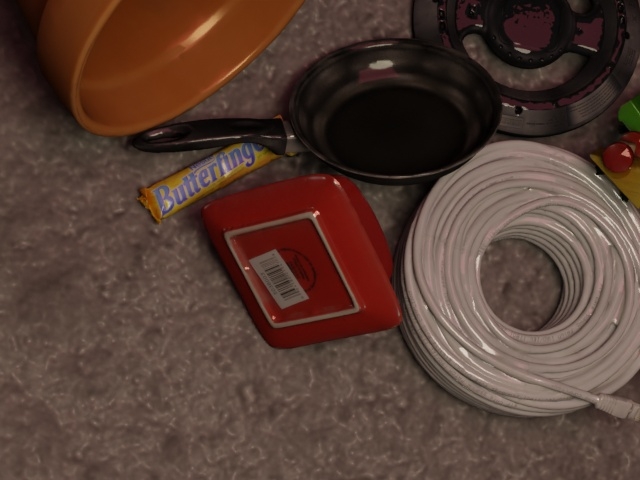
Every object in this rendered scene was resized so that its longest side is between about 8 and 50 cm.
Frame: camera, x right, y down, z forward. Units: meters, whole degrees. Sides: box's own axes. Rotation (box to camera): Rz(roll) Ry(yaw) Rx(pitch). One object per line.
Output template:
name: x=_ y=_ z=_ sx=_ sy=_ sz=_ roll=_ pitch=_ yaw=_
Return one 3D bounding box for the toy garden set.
toy garden set: x=0.349 y=-0.023 z=1.634 sx=0.244 sy=0.049 sz=0.204 roll=55 pitch=28 yaw=2

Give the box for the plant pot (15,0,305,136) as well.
plant pot: x=-0.161 y=-0.262 z=1.499 sx=0.291 sy=0.291 sz=0.203 roll=-38 pitch=72 yaw=-19

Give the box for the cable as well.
cable: x=0.194 y=0.038 z=1.607 sx=0.257 sy=0.089 sz=0.257 roll=8 pitch=75 yaw=-12

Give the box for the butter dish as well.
butter dish: x=0.000 y=0.000 z=1.542 sx=0.160 sy=0.160 sz=0.118 roll=63 pitch=37 yaw=-19

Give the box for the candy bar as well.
candy bar: x=-0.096 y=-0.064 z=1.591 sx=0.161 sy=0.018 sz=0.040 roll=-29 pitch=86 yaw=-19

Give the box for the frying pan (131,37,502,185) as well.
frying pan: x=0.017 y=-0.090 z=1.566 sx=0.326 sy=0.053 sz=0.197 roll=-28 pitch=50 yaw=-22

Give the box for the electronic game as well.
electronic game: x=0.203 y=-0.212 z=1.685 sx=0.229 sy=0.048 sz=0.229 roll=1 pitch=78 yaw=-6
